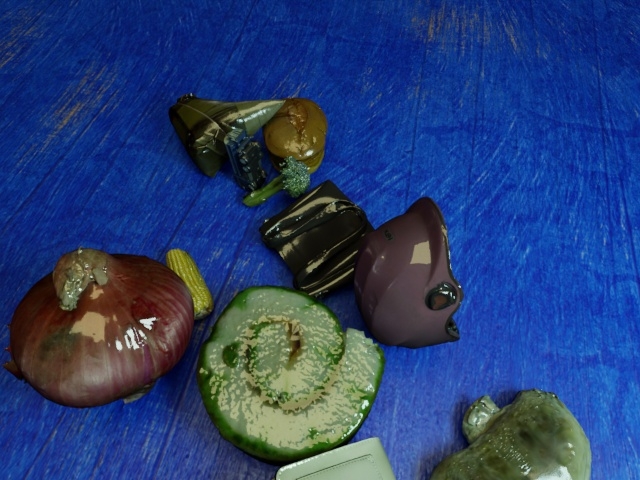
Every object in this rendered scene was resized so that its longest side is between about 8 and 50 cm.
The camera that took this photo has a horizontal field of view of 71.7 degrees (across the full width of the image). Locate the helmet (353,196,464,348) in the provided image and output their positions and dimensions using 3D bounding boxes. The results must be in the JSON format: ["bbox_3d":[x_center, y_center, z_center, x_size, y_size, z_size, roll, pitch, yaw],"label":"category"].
[{"bbox_3d":[0.168,0.086,0.952,0.197,0.338,0.271,-14,35,0],"label":"helmet"}]

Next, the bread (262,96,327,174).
[{"bbox_3d":[-0.076,-0.319,1.327,0.196,0.142,0.269,-4,57,-3],"label":"bread"}]

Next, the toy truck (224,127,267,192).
[{"bbox_3d":[-0.209,-0.218,1.218,0.088,0.201,0.074,22,61,17],"label":"toy truck"}]

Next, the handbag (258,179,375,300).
[{"bbox_3d":[0.000,0.000,1.133,0.257,0.113,0.285,-30,61,-13],"label":"handbag"}]

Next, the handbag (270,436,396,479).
[{"bbox_3d":[0.065,0.537,0.721,0.237,0.160,0.358,-7,52,-25],"label":"handbag"}]

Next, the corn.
[{"bbox_3d":[-0.321,0.103,1.075,0.072,0.072,0.203,-25,59,-17],"label":"corn"}]

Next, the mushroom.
[{"bbox_3d":[0.365,0.418,0.838,0.345,0.130,0.247,-22,63,-16],"label":"mushroom"}]

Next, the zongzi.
[{"bbox_3d":[-0.285,-0.383,1.320,0.318,0.154,0.289,-35,59,1],"label":"zongzi"}]

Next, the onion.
[{"bbox_3d":[-0.440,0.176,0.896,0.354,0.353,0.353,1,56,-1],"label":"onion"}]

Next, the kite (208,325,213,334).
[{"bbox_3d":[-0.111,0.260,1.006,0.336,0.011,0.314,18,57,10],"label":"kite"}]

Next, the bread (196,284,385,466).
[{"bbox_3d":[-0.056,0.262,0.921,0.382,0.129,0.366,-8,56,-8],"label":"bread"}]

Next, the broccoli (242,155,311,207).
[{"bbox_3d":[-0.121,-0.145,1.218,0.204,0.118,0.122,-26,25,18],"label":"broccoli"}]
